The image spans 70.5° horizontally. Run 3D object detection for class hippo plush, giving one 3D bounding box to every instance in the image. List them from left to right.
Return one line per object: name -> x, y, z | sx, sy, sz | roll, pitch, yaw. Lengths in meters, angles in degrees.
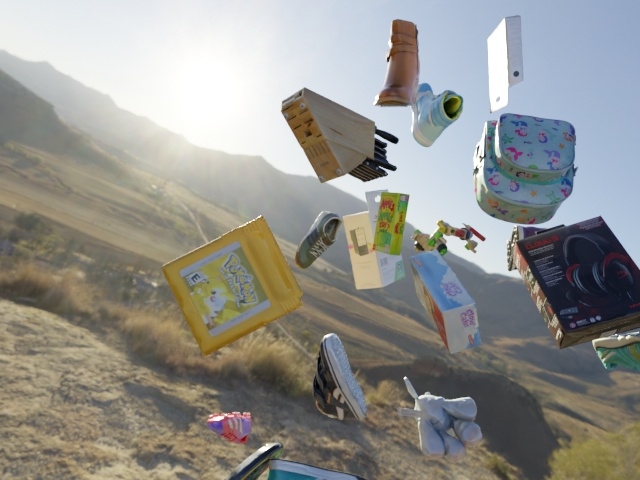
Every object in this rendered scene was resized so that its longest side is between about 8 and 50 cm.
hippo plush -> 0.409, 0.663, 1.626 | 0.295, 0.234, 0.236 | 14, -23, 9

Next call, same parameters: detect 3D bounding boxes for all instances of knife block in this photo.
knife block -> 0.067, -0.253, 1.060 | 0.088, 0.242, 0.275 | -11, -64, 50

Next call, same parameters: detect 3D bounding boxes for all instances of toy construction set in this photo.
toy construction set -> 0.581, -0.018, 2.128 | 0.309, 0.257, 0.237 | -18, 47, -26

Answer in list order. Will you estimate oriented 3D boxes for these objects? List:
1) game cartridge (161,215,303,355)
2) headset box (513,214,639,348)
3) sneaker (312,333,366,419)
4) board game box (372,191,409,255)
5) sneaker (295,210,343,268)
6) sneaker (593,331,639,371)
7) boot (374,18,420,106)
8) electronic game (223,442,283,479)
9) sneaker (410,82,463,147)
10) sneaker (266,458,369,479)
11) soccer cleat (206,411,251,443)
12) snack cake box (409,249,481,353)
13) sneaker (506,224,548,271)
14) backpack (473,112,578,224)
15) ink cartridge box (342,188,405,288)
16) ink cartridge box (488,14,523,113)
game cartridge -> -0.242, 0.124, 1.279 | 0.285, 0.324, 0.052 | 62, -3, 6
headset box -> 0.625, 0.086, 1.102 | 0.110, 0.218, 0.293 | 63, 12, -52
sneaker -> 0.031, 0.398, 1.268 | 0.126, 0.128, 0.320 | -85, 159, -57
board game box -> 0.209, -0.052, 1.352 | 0.043, 0.181, 0.092 | 6, 5, -25
sneaker -> 0.000, 0.000, 1.314 | 0.064, 0.192, 0.086 | 37, -13, -33
sneaker -> 0.898, 0.309, 1.259 | 0.107, 0.109, 0.275 | -7, -15, -17
boot -> 0.215, -0.474, 1.215 | 0.109, 0.220, 0.283 | 9, 24, 26
electronic game -> -0.188, 0.610, 1.173 | 0.048, 0.229, 0.229 | 44, 8, 22
sneaker -> 0.449, -0.524, 1.718 | 0.127, 0.318, 0.208 | 19, -35, -25
sneaker -> 0.002, 0.653, 1.098 | 0.296, 0.178, 0.123 | 10, -31, 4
soccer cleat -> -0.271, 0.575, 1.381 | 0.083, 0.095, 0.248 | -7, -21, 9
snack cake box -> 0.337, 0.159, 1.244 | 0.264, 0.089, 0.152 | -107, 180, -59
sneaker -> 0.647, 0.033, 1.390 | 0.124, 0.107, 0.283 | 0, -15, 15
backpack -> 0.493, -0.172, 1.097 | 0.225, 0.253, 0.191 | 11, -22, 8
ink cartridge box -> 0.201, -0.010, 1.724 | 0.119, 0.353, 0.207 | -9, 3, 36
ink cartridge box -> 0.481, -0.449, 1.186 | 0.045, 0.208, 0.206 | -3, 10, 9
